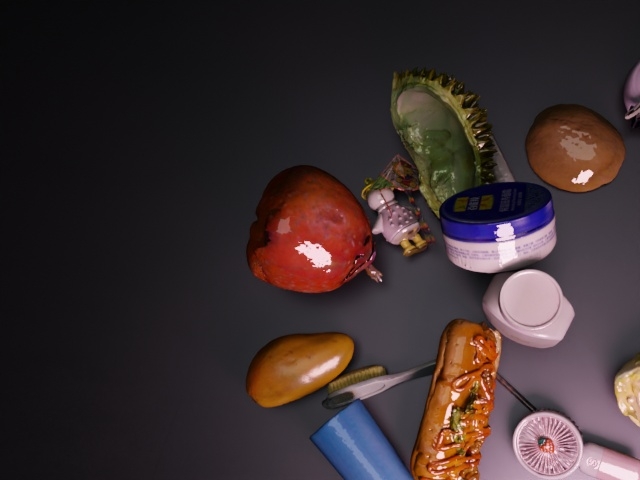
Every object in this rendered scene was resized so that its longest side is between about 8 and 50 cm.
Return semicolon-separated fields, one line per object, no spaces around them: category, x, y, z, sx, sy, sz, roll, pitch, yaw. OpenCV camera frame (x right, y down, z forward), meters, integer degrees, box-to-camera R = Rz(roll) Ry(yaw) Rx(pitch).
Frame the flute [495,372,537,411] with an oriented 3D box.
flute;0.444;0.355;1.402;0.269;0.014;0.014;43;91;19

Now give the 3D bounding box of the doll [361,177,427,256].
doll;0.156;-0.059;1.531;0.129;0.081;0.207;-24;68;-22

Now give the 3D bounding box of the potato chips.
potato chips;0.540;-0.205;1.479;0.196;0.062;0.208;-22;76;11

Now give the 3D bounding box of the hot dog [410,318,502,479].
hot dog;0.281;0.326;1.368;0.117;0.158;0.348;10;81;45

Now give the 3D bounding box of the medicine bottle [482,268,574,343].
medicine bottle;0.389;0.130;1.317;0.161;0.296;0.111;26;86;19

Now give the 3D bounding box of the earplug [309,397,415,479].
earplug;0.111;0.469;1.407;0.132;0.132;0.273;-40;75;3

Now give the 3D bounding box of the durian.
durian;0.261;-0.198;1.443;0.198;0.163;0.393;-19;85;17

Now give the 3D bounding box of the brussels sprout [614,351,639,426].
brussels sprout;0.642;0.278;1.316;0.149;0.122;0.151;36;123;24

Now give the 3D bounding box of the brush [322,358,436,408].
brush;0.139;0.283;1.478;0.297;0.068;0.060;-19;52;6

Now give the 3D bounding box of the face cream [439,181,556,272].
face cream;0.329;-0.025;1.293;0.206;0.206;0.111;-8;111;13

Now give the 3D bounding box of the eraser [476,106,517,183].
eraser;0.371;-0.131;1.504;0.089;0.061;0.351;-25;72;11

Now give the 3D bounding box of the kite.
kite;0.195;-0.094;1.512;0.198;0.006;0.244;-3;58;-19

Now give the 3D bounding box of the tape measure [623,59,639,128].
tape measure;0.719;-0.307;1.432;0.179;0.105;0.195;15;83;17

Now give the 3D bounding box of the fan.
fan;0.493;0.407;1.330;0.245;0.074;0.130;16;95;22

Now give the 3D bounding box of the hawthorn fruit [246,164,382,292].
hawthorn fruit;0.000;0.000;1.477;0.308;0.276;0.275;26;85;-4

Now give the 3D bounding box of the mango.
mango;-0.048;0.263;1.495;0.254;0.113;0.138;-26;63;5
